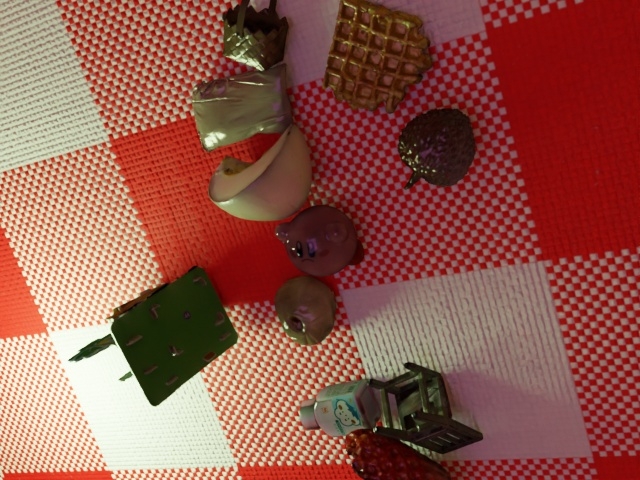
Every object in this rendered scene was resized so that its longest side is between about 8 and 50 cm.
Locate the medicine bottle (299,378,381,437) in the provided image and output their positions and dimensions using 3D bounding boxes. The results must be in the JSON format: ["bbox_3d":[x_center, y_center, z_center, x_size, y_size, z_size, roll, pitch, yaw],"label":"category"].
[{"bbox_3d":[0.046,0.432,1.973,0.188,0.094,0.119,-16,105,29],"label":"medicine bottle"}]

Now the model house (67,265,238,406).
[{"bbox_3d":[-0.453,0.264,1.986,0.313,0.358,0.242,-19,104,41],"label":"model house"}]

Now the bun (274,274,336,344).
[{"bbox_3d":[-0.043,0.179,1.894,0.167,0.113,0.173,-31,94,31],"label":"bun"}]

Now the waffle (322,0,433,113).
[{"bbox_3d":[0.125,-0.370,1.617,0.219,0.057,0.229,20,119,15],"label":"waffle"}]

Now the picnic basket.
[{"bbox_3d":[-0.139,-0.468,1.651,0.138,0.128,0.178,24,135,16],"label":"picnic basket"}]

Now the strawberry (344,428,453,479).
[{"bbox_3d":[0.207,0.565,1.876,0.149,0.265,0.336,-43,103,5],"label":"strawberry"}]

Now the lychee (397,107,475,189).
[{"bbox_3d":[0.232,-0.180,1.585,0.165,0.165,0.197,36,99,6],"label":"lychee"}]

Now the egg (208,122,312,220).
[{"bbox_3d":[-0.117,-0.122,1.762,0.271,0.206,0.162,-27,124,35],"label":"egg"}]

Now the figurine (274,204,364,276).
[{"bbox_3d":[0.000,0.000,1.767,0.173,0.173,0.173,9,115,21],"label":"figurine"}]

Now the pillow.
[{"bbox_3d":[-0.175,-0.298,1.778,0.270,0.067,0.173,-5,113,26],"label":"pillow"}]

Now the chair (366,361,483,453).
[{"bbox_3d":[0.252,0.404,1.864,0.270,0.147,0.136,25,136,-39],"label":"chair"}]
